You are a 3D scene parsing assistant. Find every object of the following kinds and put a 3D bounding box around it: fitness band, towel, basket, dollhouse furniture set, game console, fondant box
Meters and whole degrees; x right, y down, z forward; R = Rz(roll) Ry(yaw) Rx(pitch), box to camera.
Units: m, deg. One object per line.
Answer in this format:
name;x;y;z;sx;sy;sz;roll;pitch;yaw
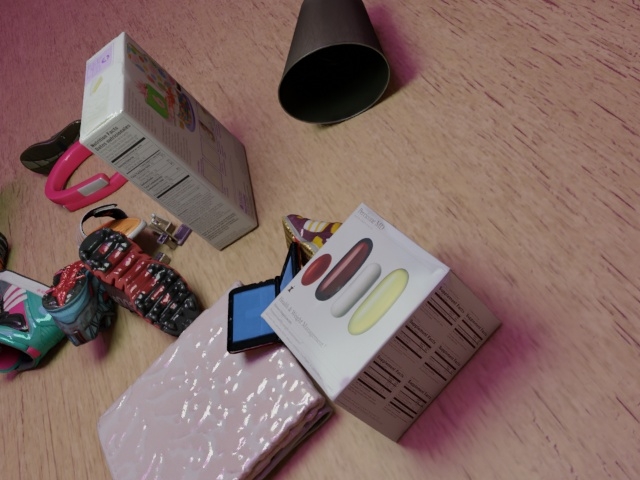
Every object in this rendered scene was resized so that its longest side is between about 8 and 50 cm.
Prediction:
fitness band;-0.521;-0.178;1.730;0.291;0.054;0.209;-18;46;27
towel;-0.171;0.256;1.097;0.332;0.053;0.317;-44;41;0
basket;0.024;-0.348;1.343;0.204;0.154;0.226;-22;43;24
dollhouse furniture set;-0.323;-0.020;1.417;0.114;0.081;0.091;21;73;46
game console;-0.082;0.081;1.084;0.144;0.085;0.124;-98;23;-53
fondant box;-0.256;-0.167;1.290;0.096;0.330;0.238;-31;43;17

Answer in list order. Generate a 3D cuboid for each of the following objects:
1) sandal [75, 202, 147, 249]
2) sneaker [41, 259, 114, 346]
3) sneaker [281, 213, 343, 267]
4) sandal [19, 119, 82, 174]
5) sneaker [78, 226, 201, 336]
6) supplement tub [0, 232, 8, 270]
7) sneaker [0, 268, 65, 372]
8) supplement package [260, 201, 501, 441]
sandal;-0.423;-0.035;1.471;0.102;0.076;0.265;-47;23;-29
sneaker;-0.441;0.113;1.393;0.104;0.125;0.262;-19;20;6
sneaker;0.000;0.000;1.158;0.084;0.069;0.185;-18;27;-15
sandal;-0.651;-0.239;1.859;0.219;0.090;0.060;-32;27;18
sneaker;-0.304;0.087;1.311;0.276;0.135;0.097;34;69;25
supplement tub;-0.793;0.068;1.708;0.117;0.117;0.190;-27;44;20
sneaker;-0.618;0.170;1.489;0.296;0.123;0.178;10;56;42
supplement package;0.073;0.100;0.948;0.203;0.149;0.194;-48;41;-1
